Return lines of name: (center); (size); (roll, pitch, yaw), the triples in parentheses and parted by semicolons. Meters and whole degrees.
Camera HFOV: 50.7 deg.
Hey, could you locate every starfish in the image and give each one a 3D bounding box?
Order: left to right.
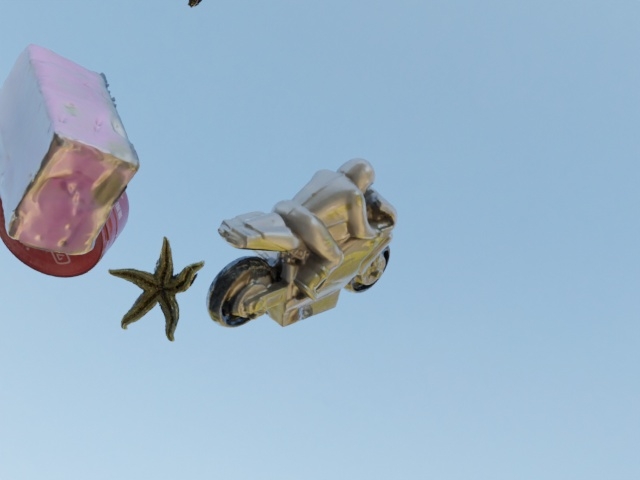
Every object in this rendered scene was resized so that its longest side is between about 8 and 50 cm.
starfish: (-0.324, 0.087, 1.289); (0.176, 0.053, 0.208); (26, -84, -2)

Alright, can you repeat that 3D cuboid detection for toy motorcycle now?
toy motorcycle: (0.000, 0.000, 0.874); (0.108, 0.340, 0.223); (35, -59, 32)

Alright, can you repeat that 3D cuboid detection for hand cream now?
hand cream: (-0.431, -0.045, 1.139); (0.193, 0.125, 0.193); (4, -56, 6)

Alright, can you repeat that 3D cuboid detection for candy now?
candy: (-0.332, -0.119, 0.857); (0.115, 0.265, 0.155); (20, -64, -42)

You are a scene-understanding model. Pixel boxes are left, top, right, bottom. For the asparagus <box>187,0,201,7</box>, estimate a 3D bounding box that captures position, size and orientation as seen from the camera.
asparagus: (-0.102, -0.382, 0.789); (0.025, 0.024, 0.248); (25, -99, -7)
